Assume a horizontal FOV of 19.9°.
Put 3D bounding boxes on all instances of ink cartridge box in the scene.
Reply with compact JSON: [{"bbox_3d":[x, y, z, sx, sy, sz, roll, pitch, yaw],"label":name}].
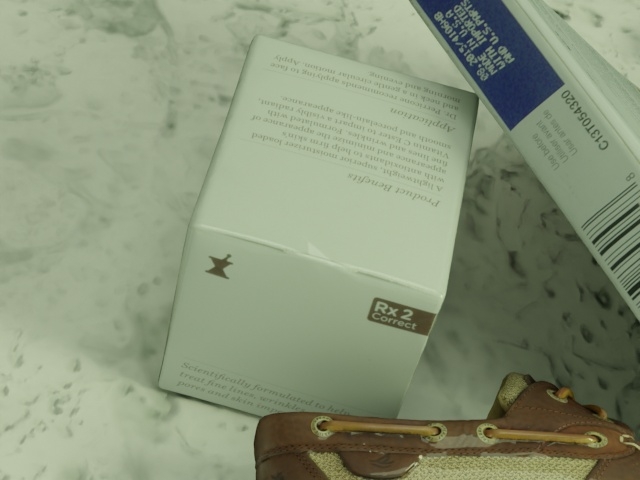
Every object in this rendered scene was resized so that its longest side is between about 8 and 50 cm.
[{"bbox_3d":[0.226,-0.014,1.185,0.330,0.071,0.324,30,23,-54],"label":"ink cartridge box"}]

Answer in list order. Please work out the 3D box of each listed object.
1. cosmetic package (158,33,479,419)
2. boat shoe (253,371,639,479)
[{"bbox_3d":[0.000,0.000,1.127,0.151,0.151,0.183,16,46,0],"label":"cosmetic package"},{"bbox_3d":[0.127,0.130,1.057,0.342,0.123,0.123,-4,62,-11],"label":"boat shoe"}]
